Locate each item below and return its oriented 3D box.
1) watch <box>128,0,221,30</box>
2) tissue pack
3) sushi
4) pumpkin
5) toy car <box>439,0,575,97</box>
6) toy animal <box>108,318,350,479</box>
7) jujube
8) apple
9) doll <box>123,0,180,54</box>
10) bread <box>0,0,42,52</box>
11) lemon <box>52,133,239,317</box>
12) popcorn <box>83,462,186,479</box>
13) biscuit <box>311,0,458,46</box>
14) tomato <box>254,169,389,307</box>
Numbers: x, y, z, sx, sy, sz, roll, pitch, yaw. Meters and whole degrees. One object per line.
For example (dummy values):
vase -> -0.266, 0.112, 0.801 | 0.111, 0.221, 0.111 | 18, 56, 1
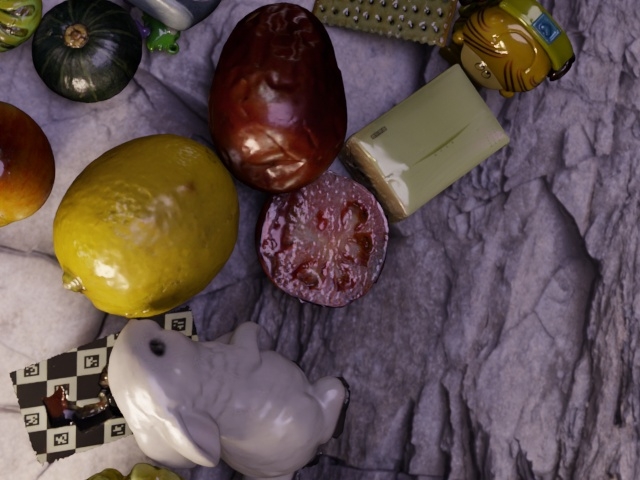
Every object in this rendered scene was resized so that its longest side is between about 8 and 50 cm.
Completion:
watch -> -0.231, -0.430, 1.921 | 0.206, 0.068, 0.193 | 29, 55, -16
tissue pack -> 0.164, -0.154, 2.006 | 0.234, 0.125, 0.159 | -35, 93, -18
sushi -> -0.308, 0.210, 1.824 | 0.280, 0.043, 0.192 | -20, 123, -16
pumpkin -> -0.351, -0.289, 1.864 | 0.167, 0.125, 0.167 | -1, 86, 13
toy car -> 0.290, -0.316, 2.009 | 0.200, 0.248, 0.142 | 45, 85, -13
toy animal -> -0.146, 0.238, 1.768 | 0.357, 0.194, 0.257 | 14, 79, -41
jujube -> -0.062, -0.220, 1.875 | 0.223, 0.223, 0.318 | 15, 46, -15
apple -> -0.481, -0.117, 1.800 | 0.195, 0.160, 0.173 | 20, 55, -20
doll -> -0.258, -0.382, 1.951 | 0.115, 0.050, 0.190 | -12, 82, -27
bread -> -0.481, -0.347, 1.837 | 0.130, 0.071, 0.139 | -36, 68, 18
lemon -> -0.247, -0.024, 1.795 | 0.284, 0.260, 0.260 | -22, 89, -43
popcorn -> -0.274, 0.476, 1.706 | 0.279, 0.274, 0.335 | 27, 76, -10
biscuit -> 0.109, -0.399, 2.031 | 0.231, 0.016, 0.139 | 13, 77, 13
tomato -> -0.003, 0.001, 1.955 | 0.225, 0.085, 0.225 | 3, 81, -20
